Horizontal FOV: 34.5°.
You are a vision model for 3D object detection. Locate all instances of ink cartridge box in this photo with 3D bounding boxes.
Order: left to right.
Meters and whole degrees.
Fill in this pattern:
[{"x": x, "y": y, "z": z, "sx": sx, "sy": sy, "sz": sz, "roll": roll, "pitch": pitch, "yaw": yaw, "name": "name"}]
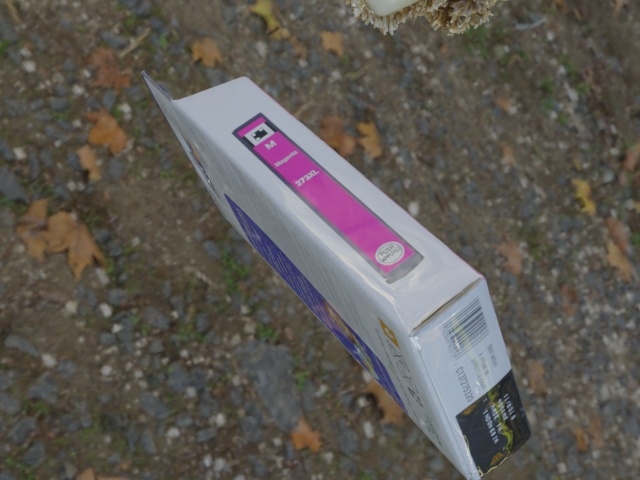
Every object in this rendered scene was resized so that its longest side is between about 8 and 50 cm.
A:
[{"x": 0.000, "y": 0.000, "z": 0.753, "sx": 0.371, "sy": 0.069, "sz": 0.176, "roll": 42, "pitch": -16, "yaw": 42, "name": "ink cartridge box"}]

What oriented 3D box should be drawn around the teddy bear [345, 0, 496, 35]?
[{"x": 0.117, "y": -0.294, "z": 0.856, "sx": 0.338, "sy": 0.113, "sz": 0.245, "roll": -49, "pitch": 128, "yaw": -30, "name": "teddy bear"}]
